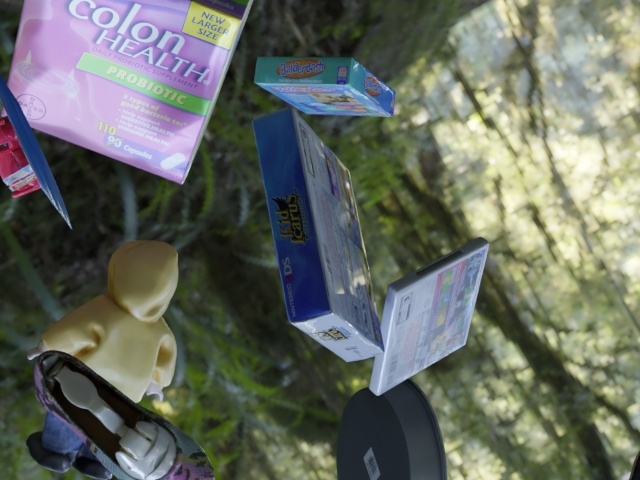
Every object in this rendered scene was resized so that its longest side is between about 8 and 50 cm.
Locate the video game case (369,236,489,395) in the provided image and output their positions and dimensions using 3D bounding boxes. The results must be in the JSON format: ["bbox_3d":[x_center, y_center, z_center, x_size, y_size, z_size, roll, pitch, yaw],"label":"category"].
[{"bbox_3d":[0.151,0.106,1.777,0.183,0.023,0.201,-26,139,-34],"label":"video game case"}]

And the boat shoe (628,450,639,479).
[{"bbox_3d":[0.338,0.253,1.298,0.043,0.049,0.137,-9,-160,42],"label":"boat shoe"}]

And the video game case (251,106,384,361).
[{"bbox_3d":[0.000,0.000,1.607,0.061,0.269,0.244,-16,160,14],"label":"video game case"}]

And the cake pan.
[{"bbox_3d":[0.102,0.353,1.973,0.054,0.293,0.293,0,173,-25],"label":"cake pan"}]

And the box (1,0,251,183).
[{"bbox_3d":[-0.201,-0.212,1.342,0.117,0.214,0.243,-75,-171,-47],"label":"box"}]

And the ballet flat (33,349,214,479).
[{"bbox_3d":[-0.203,0.184,1.263,0.077,0.221,0.079,-51,167,-15],"label":"ballet flat"}]

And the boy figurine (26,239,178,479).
[{"bbox_3d":[-0.245,0.127,1.446,0.092,0.177,0.285,31,-78,56],"label":"boy figurine"}]

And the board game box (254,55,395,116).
[{"bbox_3d":[0.011,-0.244,2.018,0.160,0.047,0.210,4,174,22],"label":"board game box"}]

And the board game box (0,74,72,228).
[{"bbox_3d":[-0.264,-0.077,1.092,0.033,0.133,0.168,-24,164,-6],"label":"board game box"}]
